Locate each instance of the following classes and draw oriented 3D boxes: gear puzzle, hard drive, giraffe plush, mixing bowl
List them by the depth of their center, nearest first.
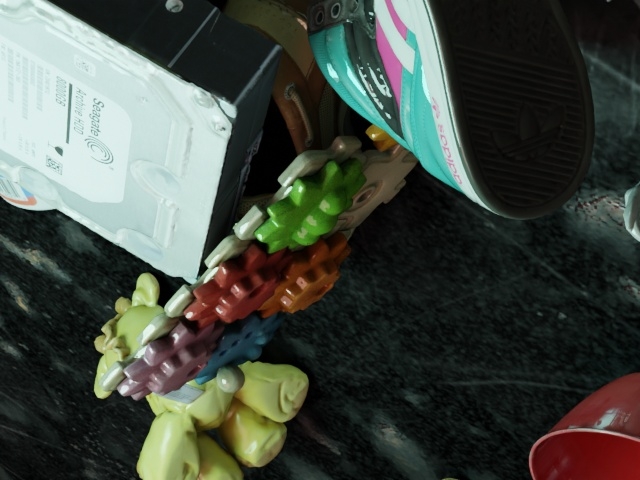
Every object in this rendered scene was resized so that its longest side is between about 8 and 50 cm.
[{"bbox_3d":[-0.198,-0.121,0.910,0.339,0.064,0.237,30,151,4],"label":"hard drive"},{"bbox_3d":[0.000,0.000,0.985,0.339,0.175,0.044,-47,70,24],"label":"gear puzzle"},{"bbox_3d":[0.261,0.164,1.078,0.181,0.098,0.181,25,147,17],"label":"mixing bowl"},{"bbox_3d":[-0.142,0.133,1.383,0.170,0.181,0.210,36,168,42],"label":"giraffe plush"}]

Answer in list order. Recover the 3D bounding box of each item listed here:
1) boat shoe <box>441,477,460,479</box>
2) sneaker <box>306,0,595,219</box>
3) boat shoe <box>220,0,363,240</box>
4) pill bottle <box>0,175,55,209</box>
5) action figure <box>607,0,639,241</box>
[{"bbox_3d":[0.158,0.297,1.395,0.170,0.063,0.059,44,142,-17],"label":"boat shoe"},{"bbox_3d":[0.060,-0.169,0.795,0.178,0.124,0.295,-152,49,-63],"label":"sneaker"},{"bbox_3d":[-0.041,-0.064,1.027,0.122,0.120,0.324,23,147,17],"label":"boat shoe"},{"bbox_3d":[-0.240,-0.140,1.110,0.124,0.124,0.221,14,143,30],"label":"pill bottle"},{"bbox_3d":[0.242,-0.043,0.771,0.164,0.141,0.276,-7,127,46],"label":"action figure"}]
